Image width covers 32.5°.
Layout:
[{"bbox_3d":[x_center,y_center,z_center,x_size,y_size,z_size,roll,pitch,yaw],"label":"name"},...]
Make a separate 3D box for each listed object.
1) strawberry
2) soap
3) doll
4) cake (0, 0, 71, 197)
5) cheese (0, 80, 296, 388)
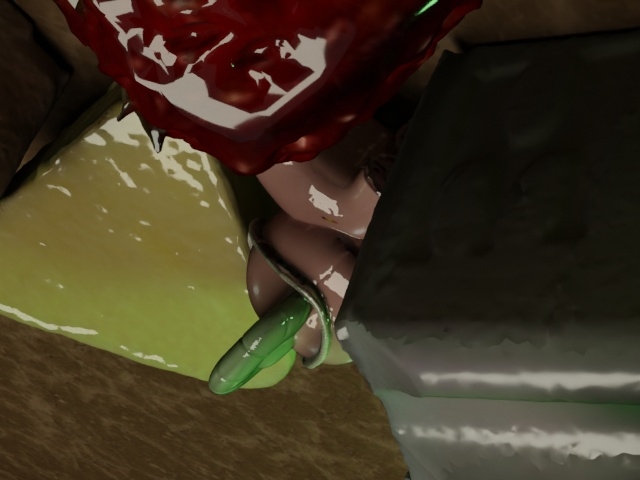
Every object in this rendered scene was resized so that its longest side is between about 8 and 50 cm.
[{"bbox_3d":[-0.004,-0.227,0.657,0.345,0.317,0.295,-25,172,15],"label":"strawberry"},{"bbox_3d":[0.263,0.016,0.748,0.435,0.350,0.213,1,134,33],"label":"soap"},{"bbox_3d":[0.000,0.000,0.991,0.216,0.284,0.268,41,128,4],"label":"doll"},{"bbox_3d":[-0.437,-0.129,1.114,0.309,0.230,0.237,-14,134,47],"label":"cake"},{"bbox_3d":[-0.158,0.022,1.149,0.384,0.104,0.384,7,131,8],"label":"cheese"}]
